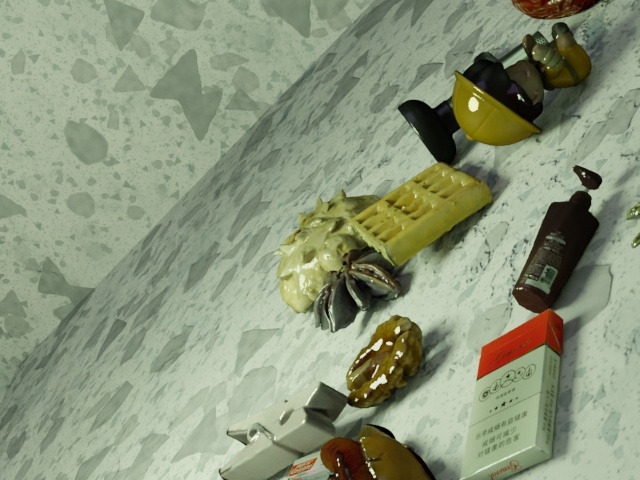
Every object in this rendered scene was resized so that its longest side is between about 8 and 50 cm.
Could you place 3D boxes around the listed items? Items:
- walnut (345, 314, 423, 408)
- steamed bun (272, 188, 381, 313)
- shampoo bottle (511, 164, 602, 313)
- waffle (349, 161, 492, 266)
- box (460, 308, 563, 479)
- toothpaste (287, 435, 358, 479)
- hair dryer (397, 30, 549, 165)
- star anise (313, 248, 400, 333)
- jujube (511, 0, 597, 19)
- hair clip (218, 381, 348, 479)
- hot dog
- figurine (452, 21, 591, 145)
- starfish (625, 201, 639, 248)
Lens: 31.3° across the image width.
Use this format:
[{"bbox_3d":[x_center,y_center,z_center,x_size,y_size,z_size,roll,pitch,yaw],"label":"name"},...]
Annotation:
[{"bbox_3d":[0.109,0.201,1.857,0.170,0.069,0.143,-48,20,26],"label":"walnut"},{"bbox_3d":[0.000,0.000,2.387,0.295,0.137,0.292,-50,10,7],"label":"steamed bun"},{"bbox_3d":[0.354,-0.005,1.682,0.236,0.068,0.067,-58,17,-23],"label":"shampoo bottle"},{"bbox_3d":[0.183,-0.056,2.120,0.221,0.055,0.248,-35,18,-4],"label":"waffle"},{"bbox_3d":[0.260,0.212,1.536,0.139,0.035,0.245,-37,22,37],"label":"box"},{"bbox_3d":[0.021,0.356,1.812,0.196,0.040,0.047,-31,24,46],"label":"toothpaste"},{"bbox_3d":[0.320,-0.292,2.348,0.320,0.156,0.284,-37,-2,0],"label":"hair dryer"},{"bbox_3d":[0.068,0.091,2.150,0.236,0.093,0.229,-20,29,51],"label":"star anise"},{"bbox_3d":[0.485,-0.521,2.261,0.236,0.168,0.168,-1,49,44],"label":"jujube"},{"bbox_3d":[-0.068,0.332,1.940,0.330,0.085,0.101,-36,25,49],"label":"hair clip"},{"bbox_3d":[0.056,0.352,1.564,0.194,0.107,0.326,-52,25,-6],"label":"hot dog"},{"bbox_3d":[0.361,-0.271,2.048,0.256,0.167,0.192,-26,7,3],"label":"figurine"},{"bbox_3d":[0.479,-0.064,1.537,0.223,0.050,0.217,-45,9,-24],"label":"starfish"}]
